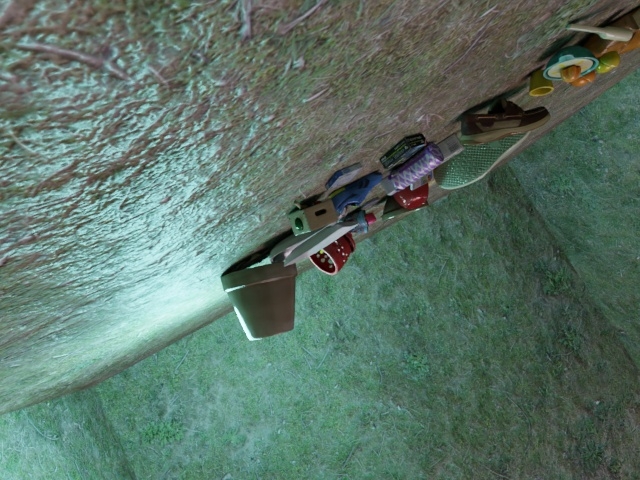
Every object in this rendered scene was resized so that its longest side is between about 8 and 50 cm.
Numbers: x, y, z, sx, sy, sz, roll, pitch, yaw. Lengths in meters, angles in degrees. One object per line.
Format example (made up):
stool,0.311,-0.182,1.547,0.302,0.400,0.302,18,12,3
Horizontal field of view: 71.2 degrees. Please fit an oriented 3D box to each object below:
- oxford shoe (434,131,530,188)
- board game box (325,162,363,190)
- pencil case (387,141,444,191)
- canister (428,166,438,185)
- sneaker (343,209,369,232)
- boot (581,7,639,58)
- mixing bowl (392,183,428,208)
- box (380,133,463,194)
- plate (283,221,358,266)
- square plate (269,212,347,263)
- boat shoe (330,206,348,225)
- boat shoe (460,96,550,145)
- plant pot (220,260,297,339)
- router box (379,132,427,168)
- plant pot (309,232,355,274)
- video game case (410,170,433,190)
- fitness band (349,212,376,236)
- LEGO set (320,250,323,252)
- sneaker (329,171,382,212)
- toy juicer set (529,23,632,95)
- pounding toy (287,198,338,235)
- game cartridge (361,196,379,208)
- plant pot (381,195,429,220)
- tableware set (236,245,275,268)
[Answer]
oxford shoe,0.702,-0.373,1.934,0.449,0.169,0.130,-38,172,22
board game box,0.067,-0.185,1.296,0.090,0.020,0.090,-25,171,-29
pencil case,0.336,-0.263,1.587,0.088,0.086,0.206,22,137,-36
canister,0.515,-0.289,2.120,0.170,0.073,0.126,-33,171,37
sneaker,0.161,-0.088,2.154,0.125,0.104,0.262,-12,169,3
boot,0.891,-0.602,1.364,0.295,0.104,0.211,-19,174,-29
mixing bowl,0.416,-0.206,2.014,0.181,0.098,0.181,-16,159,-6
box,0.379,-0.281,1.677,0.324,0.067,0.063,-33,172,20
plate,0.000,0.000,1.770,0.278,0.045,0.277,-33,174,17
square plate,-0.064,-0.009,1.836,0.347,0.049,0.344,-31,174,-9
boat shoe,0.049,-0.112,1.575,0.076,0.083,0.226,-42,-178,13
boat shoe,0.596,-0.402,1.443,0.341,0.123,0.123,-18,-165,-15
plant pot,-0.232,0.254,1.864,0.323,0.281,0.323,-13,175,-1
router box,0.251,-0.270,1.353,0.092,0.038,0.122,-22,170,-40
plant pot,0.055,0.036,2.092,0.174,0.191,0.191,-47,-179,-26
video game case,0.435,-0.276,1.921,0.122,0.011,0.087,-27,129,-19
fitness band,0.197,-0.078,2.457,0.209,0.054,0.291,-36,172,26
LEGO set,0.024,0.018,2.285,0.093,0.087,0.227,-32,171,15
sneaker,0.131,-0.158,1.499,0.209,0.082,0.069,-28,171,-18
toy juicer set,0.727,-0.484,1.230,0.209,0.090,0.329,-2,174,8
pounding toy,-0.036,-0.082,1.395,0.141,0.100,0.130,-22,-176,-31
game cartridge,0.229,-0.173,2.045,0.083,0.017,0.056,-25,175,-31
plant pot,0.404,-0.181,2.207,0.237,0.110,0.237,-19,179,0
tableware set,-0.258,0.073,1.822,0.141,0.020,0.168,-35,171,39
